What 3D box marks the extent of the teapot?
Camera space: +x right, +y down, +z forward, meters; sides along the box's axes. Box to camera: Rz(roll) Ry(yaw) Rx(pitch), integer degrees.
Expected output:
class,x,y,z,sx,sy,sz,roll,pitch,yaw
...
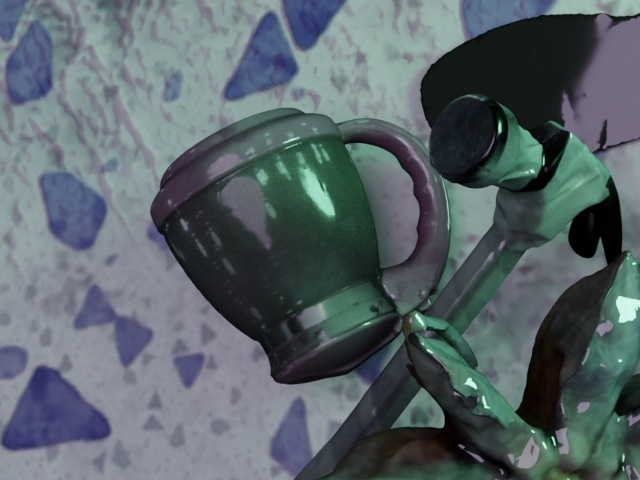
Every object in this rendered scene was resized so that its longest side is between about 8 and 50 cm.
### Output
class,x,y,z,sx,sy,sz,roll,pitch,yaw
teapot,-0.007,0.005,0.873,0.116,0.148,0.146,-38,76,48

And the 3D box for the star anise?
class,x,y,z,sx,sy,sz,roll,pitch,yaw
star anise,0.114,0.111,0.774,0.236,0.093,0.229,12,104,-10

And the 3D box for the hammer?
class,x,y,z,sx,sy,sz,roll,pitch,yaw
hammer,0.006,0.113,0.832,0.427,0.152,0.044,-52,47,14

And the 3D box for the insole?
class,x,y,z,sx,sy,sz,roll,pitch,yaw
insole,0.177,-0.093,0.859,0.253,0.005,0.086,-9,80,20
